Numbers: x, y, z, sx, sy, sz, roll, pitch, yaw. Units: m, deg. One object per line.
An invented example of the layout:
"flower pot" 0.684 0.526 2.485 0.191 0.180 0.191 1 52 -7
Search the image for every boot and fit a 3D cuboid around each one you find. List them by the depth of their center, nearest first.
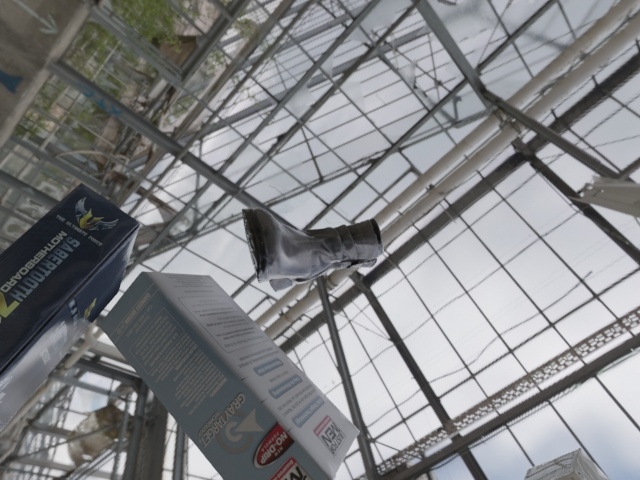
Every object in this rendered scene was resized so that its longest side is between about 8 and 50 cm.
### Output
"boot" 0.000 0.000 0.709 0.223 0.338 0.118 -14 -100 0

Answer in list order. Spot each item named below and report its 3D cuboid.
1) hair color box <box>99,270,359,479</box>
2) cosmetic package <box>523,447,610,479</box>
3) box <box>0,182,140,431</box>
"hair color box" -0.127 0.211 0.618 0.374 0.185 0.113 41 -84 16
"cosmetic package" 0.401 0.413 0.554 0.239 0.060 0.099 50 -49 17
"box" -0.252 0.074 0.363 0.233 0.059 0.183 -36 -159 53
